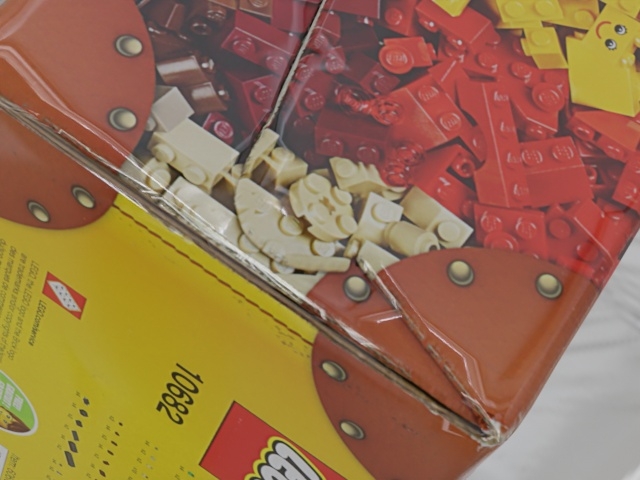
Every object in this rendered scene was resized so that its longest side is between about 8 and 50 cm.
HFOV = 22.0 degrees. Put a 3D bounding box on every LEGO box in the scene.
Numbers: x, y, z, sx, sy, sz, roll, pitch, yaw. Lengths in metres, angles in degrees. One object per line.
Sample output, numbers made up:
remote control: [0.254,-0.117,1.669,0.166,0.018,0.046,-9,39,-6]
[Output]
LEGO box: [0.000,0.000,0.743,0.372,0.193,0.500,-52,175,-33]
